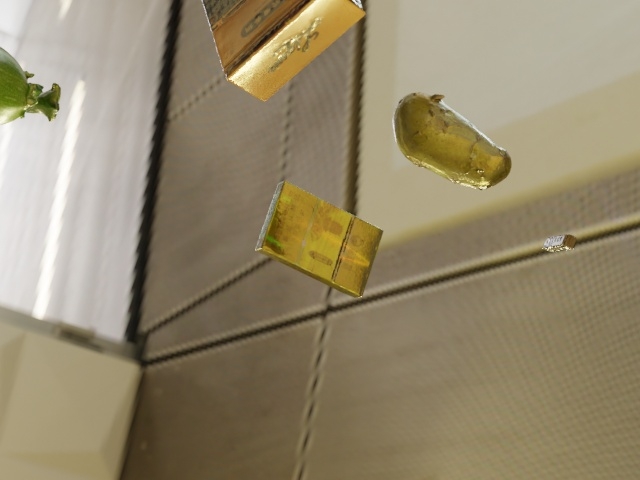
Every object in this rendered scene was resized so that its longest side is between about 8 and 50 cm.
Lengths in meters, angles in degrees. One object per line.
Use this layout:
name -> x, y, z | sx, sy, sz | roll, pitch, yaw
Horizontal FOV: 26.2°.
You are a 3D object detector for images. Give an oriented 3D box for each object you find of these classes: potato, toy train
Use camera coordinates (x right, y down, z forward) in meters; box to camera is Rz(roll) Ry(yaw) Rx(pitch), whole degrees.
potato -> 0.183, -0.135, 1.953 | 0.105, 0.188, 0.085 | -59, 176, -22
toy train -> 0.281, 0.003, 1.624 | 0.083, 0.017, 0.017 | 159, -52, -81

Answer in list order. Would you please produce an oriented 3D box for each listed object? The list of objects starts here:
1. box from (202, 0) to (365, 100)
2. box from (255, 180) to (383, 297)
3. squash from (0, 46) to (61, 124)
box -> -0.053, -0.284, 1.477 | 0.152, 0.070, 0.237 | -38, -135, 23
box -> 0.000, 0.000, 2.200 | 0.030, 0.193, 0.121 | -19, -131, 62
squash -> -0.403, -0.168, 1.261 | 0.101, 0.379, 0.101 | -16, -112, 46
